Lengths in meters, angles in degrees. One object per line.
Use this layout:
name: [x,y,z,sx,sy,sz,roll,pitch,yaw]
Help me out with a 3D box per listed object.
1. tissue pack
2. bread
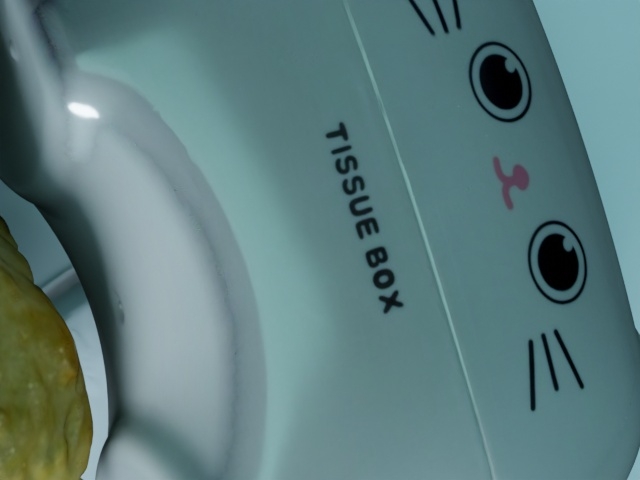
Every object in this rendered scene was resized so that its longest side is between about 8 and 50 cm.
tissue pack: [0.000,0.000,0.842,0.236,0.229,0.333,-17,91,-20]
bread: [-0.188,0.071,0.844,0.134,0.244,0.244,-13,88,-29]
